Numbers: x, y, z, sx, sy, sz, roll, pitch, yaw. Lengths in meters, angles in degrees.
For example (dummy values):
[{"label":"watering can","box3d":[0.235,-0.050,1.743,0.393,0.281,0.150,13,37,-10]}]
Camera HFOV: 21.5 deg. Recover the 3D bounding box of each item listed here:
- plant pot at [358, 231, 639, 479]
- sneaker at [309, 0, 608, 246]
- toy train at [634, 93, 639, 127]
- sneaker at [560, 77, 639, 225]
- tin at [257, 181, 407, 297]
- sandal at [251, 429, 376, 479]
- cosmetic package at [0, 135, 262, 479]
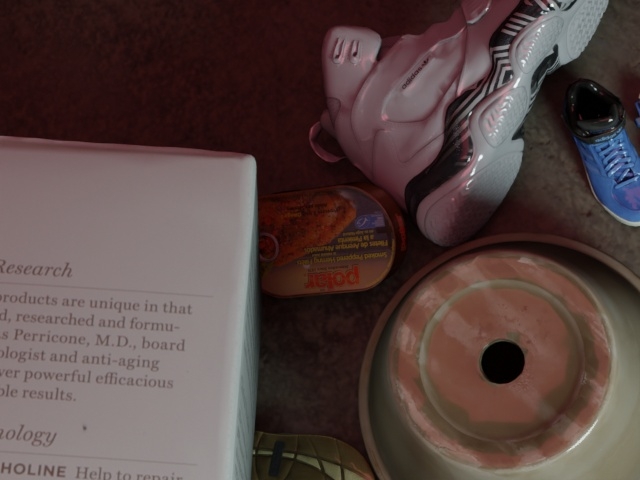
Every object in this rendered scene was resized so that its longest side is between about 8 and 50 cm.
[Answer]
[{"label":"plant pot","box3d":[0.174,0.130,1.508,0.323,0.280,0.323,-2,78,11]},{"label":"sneaker","box3d":[0.130,-0.195,1.630,0.210,0.137,0.366,31,103,24]},{"label":"toy train","box3d":[0.343,-0.078,1.654,0.036,0.027,0.158,-22,74,17]},{"label":"sneaker","box3d":[0.279,-0.088,1.637,0.058,0.084,0.152,-23,74,5]},{"label":"tin","box3d":[0.000,0.000,1.658,0.190,0.040,0.106,-6,95,34]},{"label":"sandal","box3d":[-0.023,0.225,1.648,0.180,0.049,0.072,8,73,28]},{"label":"cosmetic package","box3d":[-0.224,0.158,1.491,0.327,0.329,0.393,3,64,1]}]
